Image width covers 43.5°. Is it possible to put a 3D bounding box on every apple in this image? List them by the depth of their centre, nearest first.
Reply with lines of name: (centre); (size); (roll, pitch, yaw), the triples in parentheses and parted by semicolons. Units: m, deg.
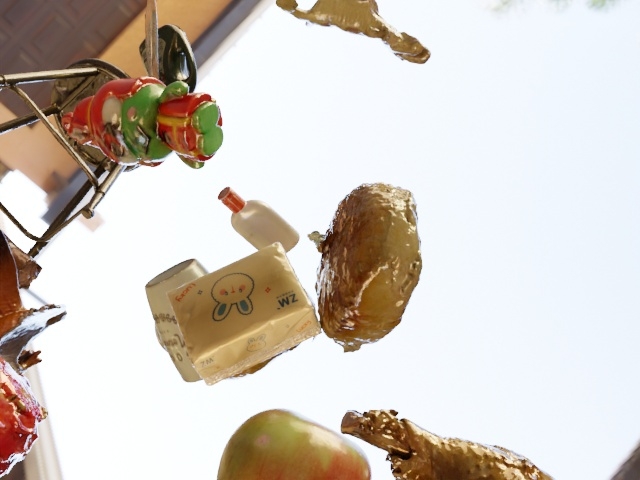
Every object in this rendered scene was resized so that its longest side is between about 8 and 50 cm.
apple: (-0.059, 0.501, 1.640); (0.319, 0.319, 0.277); (3, -118, 57)

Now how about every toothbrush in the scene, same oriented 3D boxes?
toothbrush: (-0.376, -0.360, 1.803); (0.037, 0.375, 0.028); (8, -168, 41)

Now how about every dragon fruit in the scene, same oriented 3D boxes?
dragon fruit: (-0.544, 0.280, 1.180); (0.268, 0.205, 0.210); (-29, -163, 21)

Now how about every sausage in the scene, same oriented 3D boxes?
sausage: (-0.654, -0.032, 1.558); (0.103, 0.302, 0.076); (-29, 168, -29)

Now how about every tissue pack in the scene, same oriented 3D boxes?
tissue pack: (-0.115, 0.108, 1.214); (0.196, 0.092, 0.148); (-25, -127, -6)

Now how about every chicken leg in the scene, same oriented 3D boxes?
chicken leg: (0.197, 0.403, 1.296); (0.182, 0.409, 0.295); (-62, -175, -28)

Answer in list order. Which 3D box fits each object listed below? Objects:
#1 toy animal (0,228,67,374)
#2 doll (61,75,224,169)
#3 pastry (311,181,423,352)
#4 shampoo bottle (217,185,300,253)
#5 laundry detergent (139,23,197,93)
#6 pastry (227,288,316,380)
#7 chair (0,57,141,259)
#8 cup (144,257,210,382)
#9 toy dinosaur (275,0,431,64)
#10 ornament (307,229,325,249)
toy animal: (-0.570, 0.180, 1.371); (0.225, 0.302, 0.284); (39, -112, 25)
doll: (-0.361, -0.235, 1.591); (0.363, 0.183, 0.160); (3, -140, 20)
pastry: (0.081, 0.036, 1.496); (0.329, 0.136, 0.330); (-169, -90, -74)
shampoo bottle: (-0.150, -0.044, 1.857); (0.108, 0.221, 0.051); (-31, -143, 23)
laundry detergent: (-0.353, -0.399, 1.937); (0.144, 0.222, 0.078); (-28, 169, 32)
pastry: (-0.168, 0.228, 2.093); (0.356, 0.164, 0.356); (-25, -160, 10)
chair: (-0.614, -0.217, 1.858); (0.364, 0.362, 0.410); (-30, -166, 38)
cup: (-0.307, 0.178, 1.816); (0.258, 0.234, 0.186); (-17, -164, 43)
toy dinosaur: (0.019, -0.303, 1.090); (0.251, 0.200, 0.072); (15, -94, 34)
ornament: (-0.002, -0.001, 2.052); (0.092, 0.068, 0.041); (-57, 160, -70)
